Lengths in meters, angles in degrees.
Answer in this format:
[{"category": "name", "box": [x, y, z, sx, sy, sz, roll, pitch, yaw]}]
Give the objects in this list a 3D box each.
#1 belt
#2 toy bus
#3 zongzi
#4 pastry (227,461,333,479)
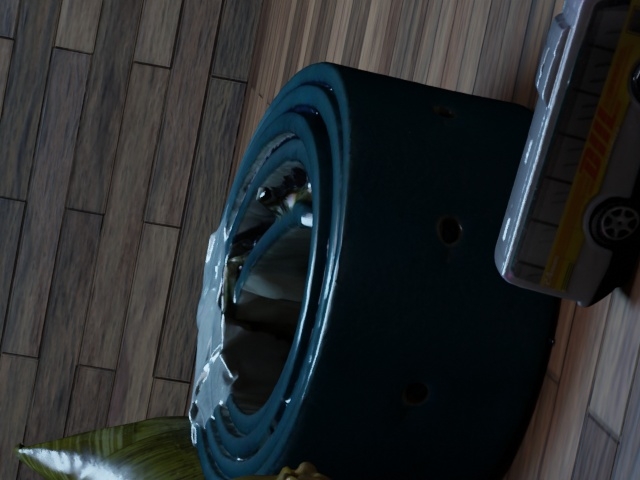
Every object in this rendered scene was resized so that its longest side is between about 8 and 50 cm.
[{"category": "belt", "box": [0.020, 0.042, 1.312, 0.436, 0.173, 0.300, 146, 135, -77]}, {"category": "toy bus", "box": [0.142, -0.054, 0.989, 0.057, 0.072, 0.172, -93, 16, -71]}, {"category": "zongzi", "box": [-0.129, 0.247, 1.658, 0.286, 0.288, 0.134, -101, 17, -66]}, {"category": "pastry", "box": [-0.002, 0.275, 1.134, 0.315, 0.184, 0.284, 112, 141, -55]}]
